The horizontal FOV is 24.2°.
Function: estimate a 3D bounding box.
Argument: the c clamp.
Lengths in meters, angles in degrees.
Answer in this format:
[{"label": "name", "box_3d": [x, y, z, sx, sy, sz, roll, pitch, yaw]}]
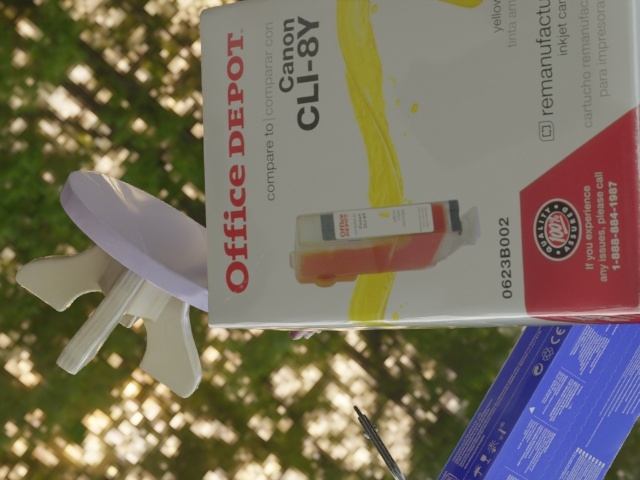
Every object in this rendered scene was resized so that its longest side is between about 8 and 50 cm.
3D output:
[{"label": "c clamp", "box_3d": [0.093, 0.308, 2.122, 0.022, 0.160, 0.137, -32, 156, 0]}]

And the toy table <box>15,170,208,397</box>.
[{"label": "toy table", "box_3d": [-0.216, 0.057, 1.768, 0.161, 0.274, 0.252, -57, 166, 19]}]

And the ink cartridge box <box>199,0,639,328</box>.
[{"label": "ink cartridge box", "box_3d": [0.099, -0.068, 1.199, 0.385, 0.160, 0.279, -4, -96, 32]}]

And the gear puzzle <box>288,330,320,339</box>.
[{"label": "gear puzzle", "box_3d": [0.000, 0.000, 1.596, 0.175, 0.339, 0.044, -43, -118, -7]}]

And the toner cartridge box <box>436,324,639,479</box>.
[{"label": "toner cartridge box", "box_3d": [0.270, 0.214, 1.741, 0.347, 0.165, 0.075, -59, -147, -3]}]
